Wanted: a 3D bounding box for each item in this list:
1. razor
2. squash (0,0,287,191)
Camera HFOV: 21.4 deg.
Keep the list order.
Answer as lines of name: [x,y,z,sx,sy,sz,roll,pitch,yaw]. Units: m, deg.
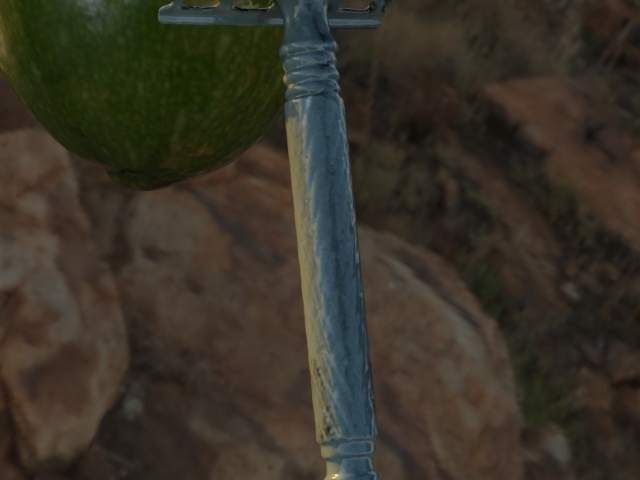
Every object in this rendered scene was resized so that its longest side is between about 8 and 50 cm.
razor: [0.000,0.000,0.680,0.106,0.068,0.232,-2,83,-24]
squash: [-0.091,-0.192,1.107,0.310,0.310,0.309,-15,97,-47]
